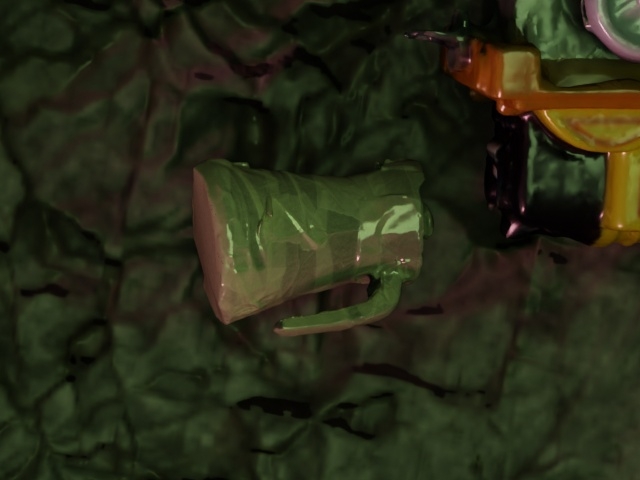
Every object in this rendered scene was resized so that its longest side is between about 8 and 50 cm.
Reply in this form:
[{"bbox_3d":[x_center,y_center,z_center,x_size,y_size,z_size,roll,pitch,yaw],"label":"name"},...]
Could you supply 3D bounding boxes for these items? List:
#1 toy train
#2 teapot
[{"bbox_3d":[0.136,-0.044,0.652,0.219,0.089,0.127,1,101,-9],"label":"toy train"},{"bbox_3d":[0.000,0.000,0.646,0.083,0.057,0.067,-9,66,-15],"label":"teapot"}]
